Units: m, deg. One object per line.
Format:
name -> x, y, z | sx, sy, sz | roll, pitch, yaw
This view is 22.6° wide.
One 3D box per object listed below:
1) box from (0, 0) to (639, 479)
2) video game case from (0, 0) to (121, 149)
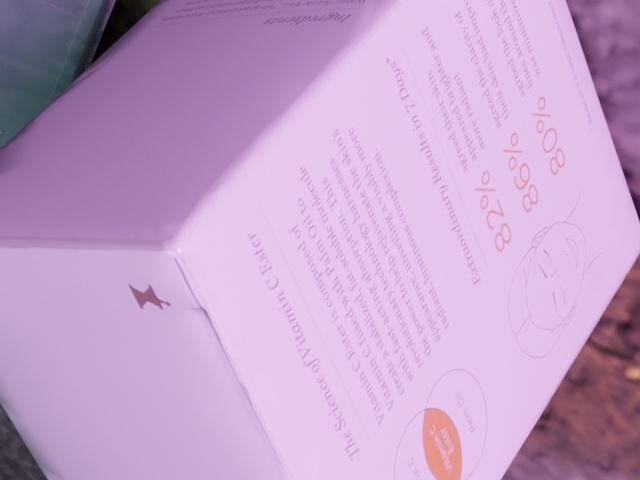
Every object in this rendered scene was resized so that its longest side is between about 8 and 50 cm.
box -> 0.000, 0.000, 0.429 | 0.091, 0.170, 0.130 | 2, 128, 38
video game case -> -0.202, -0.030, 0.582 | 0.196, 0.026, 0.274 | 24, 126, -6
